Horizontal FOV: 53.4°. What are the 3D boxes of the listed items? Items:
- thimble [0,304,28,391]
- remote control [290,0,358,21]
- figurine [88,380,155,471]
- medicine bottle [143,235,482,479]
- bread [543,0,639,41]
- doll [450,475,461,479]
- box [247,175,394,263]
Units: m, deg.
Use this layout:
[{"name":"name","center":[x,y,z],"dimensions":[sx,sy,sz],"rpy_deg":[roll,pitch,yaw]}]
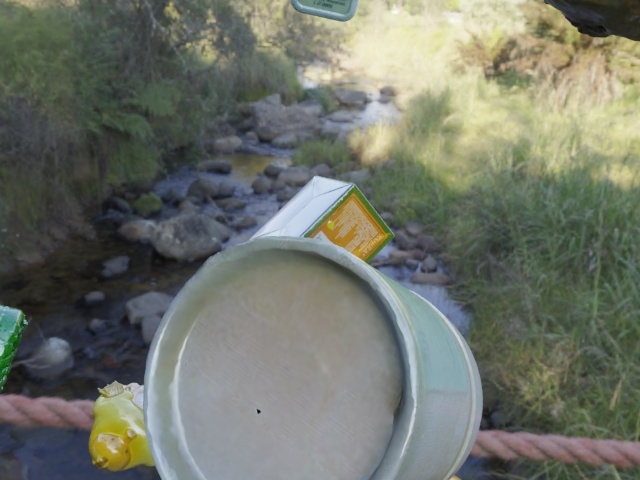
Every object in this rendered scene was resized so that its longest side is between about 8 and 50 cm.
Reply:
[{"name":"thimble","center":[-0.477,0.148,0.901],"dimensions":[0.090,0.118,0.130],"rpy_deg":[18,57,-18]},{"name":"remote control","center":[0.035,-0.566,1.125],"dimensions":[0.128,0.335,0.065],"rpy_deg":[10,34,-7]},{"name":"figurine","center":[-0.273,0.267,1.025],"dimensions":[0.246,0.156,0.131],"rpy_deg":[-43,2,-18]},{"name":"medicine bottle","center":[0.039,0.155,0.648],"dimensions":[0.236,0.235,0.406],"rpy_deg":[12,-9,26]},{"name":"bread","center":[0.294,-0.259,0.534],"dimensions":[0.230,0.123,0.230],"rpy_deg":[-12,55,17]},{"name":"doll","center":[0.123,0.417,0.838],"dimensions":[0.214,0.236,0.213],"rpy_deg":[-6,19,2]},{"name":"box","center":[0.000,0.000,1.197],"dimensions":[0.195,0.148,0.177],"rpy_deg":[-46,23,-10]}]
